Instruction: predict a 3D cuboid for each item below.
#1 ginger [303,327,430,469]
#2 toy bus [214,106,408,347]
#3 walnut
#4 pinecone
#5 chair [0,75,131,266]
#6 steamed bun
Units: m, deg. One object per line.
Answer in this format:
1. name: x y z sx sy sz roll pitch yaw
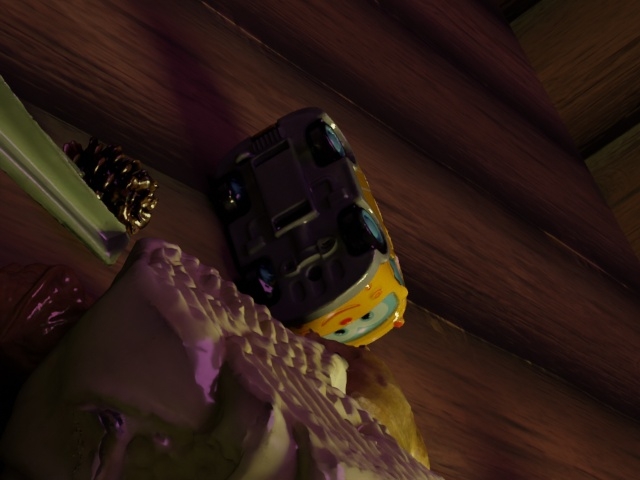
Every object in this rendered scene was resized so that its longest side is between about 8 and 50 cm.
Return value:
1. ginger: 0.022 0.196 1.271 0.363 0.122 0.348 48 26 13
2. toy bus: 0.000 0.000 1.545 0.136 0.126 0.209 45 19 -50
3. walnut: -0.183 0.052 1.095 0.079 0.083 0.096 28 18 8
4. pinecone: -0.161 -0.039 1.294 0.077 0.083 0.077 9 90 -76
5. chair: -0.266 -0.075 0.945 0.275 0.203 0.190 54 6 -26
6. steamed bun: -0.056 0.160 0.992 0.275 0.206 0.320 36 5 -41
